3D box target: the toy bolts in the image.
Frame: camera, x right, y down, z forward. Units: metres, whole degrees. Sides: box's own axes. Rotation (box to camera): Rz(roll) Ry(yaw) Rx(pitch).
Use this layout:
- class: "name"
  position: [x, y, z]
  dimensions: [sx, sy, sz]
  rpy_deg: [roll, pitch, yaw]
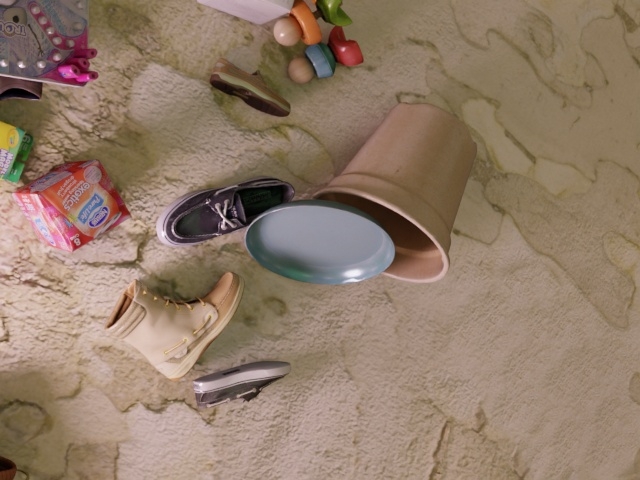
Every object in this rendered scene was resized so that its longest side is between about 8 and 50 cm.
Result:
- class: "toy bolts"
  position: [-0.030, -0.450, 2.001]
  dimensions: [0.159, 0.218, 0.228]
  rpy_deg: [-31, 138, -4]

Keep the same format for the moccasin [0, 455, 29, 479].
- class: "moccasin"
  position: [-0.628, 0.446, 1.758]
  dimensions: [0.147, 0.139, 0.379]
  rpy_deg: [-14, 92, -18]

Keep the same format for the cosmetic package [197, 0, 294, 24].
- class: "cosmetic package"
  position: [-0.139, -0.542, 1.890]
  dimensions: [0.152, 0.184, 0.151]
  rpy_deg: [15, 88, -24]

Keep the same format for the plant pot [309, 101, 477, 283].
- class: "plant pot"
  position: [0.189, -0.124, 2.062]
  dimensions: [0.334, 0.334, 0.305]
  rpy_deg: [41, 65, -25]

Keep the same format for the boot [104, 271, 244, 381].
- class: "boot"
  position: [-0.297, 0.132, 1.926]
  dimensions: [0.203, 0.095, 0.262]
  rpy_deg: [42, 79, -24]

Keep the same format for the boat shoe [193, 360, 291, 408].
- class: "boat shoe"
  position: [-0.167, 0.312, 2.026]
  dimensions: [0.219, 0.078, 0.070]
  rpy_deg: [-11, 99, -19]

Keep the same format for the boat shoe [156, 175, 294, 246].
- class: "boat shoe"
  position: [-0.193, -0.061, 1.957]
  dimensions: [0.301, 0.102, 0.108]
  rpy_deg: [-18, 103, -26]

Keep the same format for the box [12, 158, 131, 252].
- class: "box"
  position: [-0.462, -0.066, 1.721]
  dimensions: [0.128, 0.257, 0.122]
  rpy_deg: [-34, 107, -22]

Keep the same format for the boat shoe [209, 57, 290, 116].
- class: "boat shoe"
  position: [-0.139, -0.329, 1.986]
  dimensions: [0.190, 0.068, 0.072]
  rpy_deg: [26, 71, -28]

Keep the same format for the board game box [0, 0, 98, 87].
- class: "board game box"
  position: [-0.550, -0.487, 1.647]
  dimensions: [0.390, 0.050, 0.389]
  rpy_deg: [-1, 91, -55]

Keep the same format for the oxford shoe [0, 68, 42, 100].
- class: "oxford shoe"
  position: [-0.631, -0.286, 1.681]
  dimensions: [0.271, 0.097, 0.098]
  rpy_deg: [-12, 85, -31]

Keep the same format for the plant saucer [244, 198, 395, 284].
- class: "plant saucer"
  position: [0.000, 0.000, 1.976]
  dimensions: [0.318, 0.318, 0.043]
  rpy_deg: [26, 54, -28]

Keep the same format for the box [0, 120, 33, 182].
- class: "box"
  position: [-0.631, -0.181, 1.740]
  dimensions: [0.179, 0.043, 0.105]
  rpy_deg: [21, 84, -30]
